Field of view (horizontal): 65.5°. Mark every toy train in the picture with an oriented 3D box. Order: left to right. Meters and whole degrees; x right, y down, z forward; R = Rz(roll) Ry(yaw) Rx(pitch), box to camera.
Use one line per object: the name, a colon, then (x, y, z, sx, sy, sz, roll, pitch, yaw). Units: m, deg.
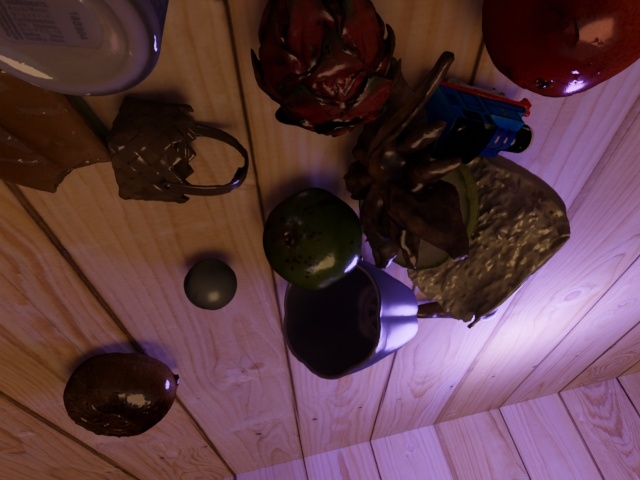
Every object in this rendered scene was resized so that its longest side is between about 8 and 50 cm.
toy train: (0.244, -0.182, 0.776, 0.204, 0.131, 0.082, 3, 140, -26)

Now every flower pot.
flower pot: (0.090, 0.168, 1.113, 0.265, 0.265, 0.243, -39, 149, 29)

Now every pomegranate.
pomegranate: (0.000, 0.000, 0.915, 0.181, 0.181, 0.224, -29, 166, 18)
pomegranate: (0.309, -0.286, 0.600, 0.235, 0.210, 0.210, -37, 149, -17)

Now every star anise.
star anise: (0.108, -0.099, 0.725, 0.109, 0.292, 0.349, -23, -175, -21)

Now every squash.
squash: (0.163, -0.061, 0.852, 0.041, 0.219, 0.219, -12, 153, -48)

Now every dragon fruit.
dragon fruit: (0.004, -0.221, 0.600, 0.182, 0.188, 0.182, -28, 178, -1)

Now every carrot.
carrot: (0.366, 0.195, 1.414, 0.298, 0.078, 0.078, 0, 142, -17)

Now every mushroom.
mushroom: (-0.490, 0.391, 1.250, 0.278, 0.163, 0.297, 10, 136, -32)

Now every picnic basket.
picnic basket: (-0.189, -0.118, 0.690, 0.179, 0.128, 0.137, 9, 144, -6)

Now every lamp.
lamp: (-0.218, 0.087, 0.989, 0.105, 0.105, 0.105, -11, 145, -8)

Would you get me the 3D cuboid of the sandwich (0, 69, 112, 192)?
sandwich: (-0.417, -0.131, 0.639, 0.245, 0.063, 0.212, -16, 147, 1)

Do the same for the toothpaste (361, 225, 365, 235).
toothpaste: (0.127, -0.087, 0.947, 0.067, 0.043, 0.194, 5, 134, -24)

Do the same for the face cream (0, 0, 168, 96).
face cream: (-0.227, -0.242, 0.447, 0.177, 0.153, 0.177, -1, 155, 0)

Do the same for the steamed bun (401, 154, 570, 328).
steamed bun: (0.271, -0.040, 0.924, 0.290, 0.272, 0.273, -45, 177, 34)
